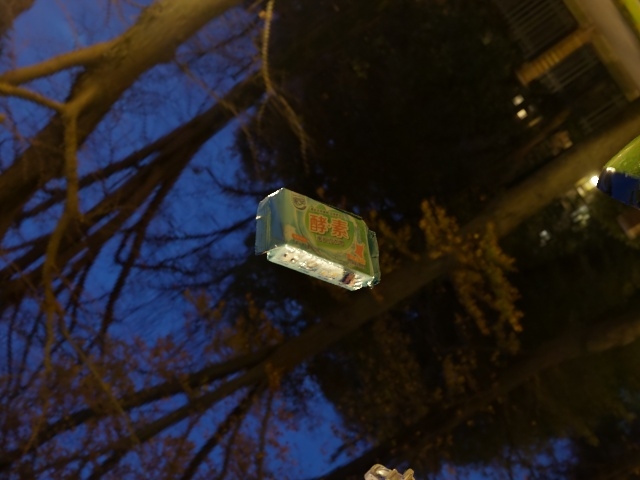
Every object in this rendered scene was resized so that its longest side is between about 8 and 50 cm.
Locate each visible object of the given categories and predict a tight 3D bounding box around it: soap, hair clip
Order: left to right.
[{"bbox_3d":[0.000,0.000,1.879,0.293,0.077,0.156,20,-131,-34],"label":"soap"},{"bbox_3d":[0.136,0.471,1.824,0.072,0.034,0.226,57,157,-13],"label":"hair clip"}]

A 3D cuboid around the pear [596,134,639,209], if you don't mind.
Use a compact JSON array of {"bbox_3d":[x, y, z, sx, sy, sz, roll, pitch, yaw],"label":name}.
[{"bbox_3d":[0.618,-0.080,1.327,0.399,0.165,0.399,20,-166,-5],"label":"pear"}]
